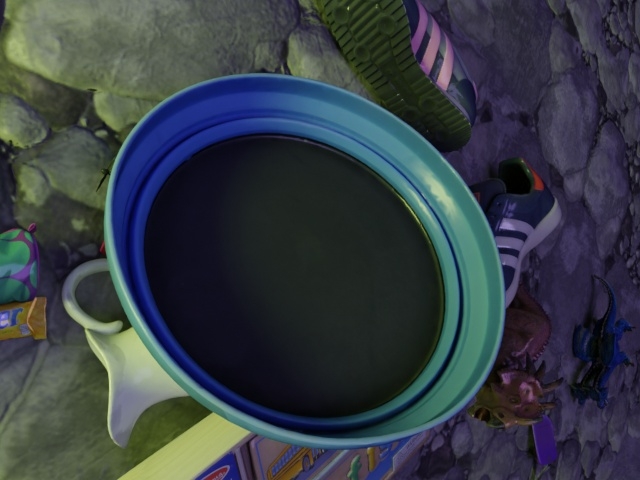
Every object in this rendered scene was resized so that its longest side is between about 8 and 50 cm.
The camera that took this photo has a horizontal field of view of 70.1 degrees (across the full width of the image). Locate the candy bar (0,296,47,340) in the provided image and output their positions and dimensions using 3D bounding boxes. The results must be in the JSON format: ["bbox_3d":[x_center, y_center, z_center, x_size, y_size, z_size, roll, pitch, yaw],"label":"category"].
[{"bbox_3d":[-0.326,0.078,0.389,0.161,0.018,0.040,-5,96,-35],"label":"candy bar"}]

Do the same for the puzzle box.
[{"bbox_3d":[-0.001,0.252,0.546,0.408,0.052,0.272,-28,123,-36],"label":"puzzle box"}]

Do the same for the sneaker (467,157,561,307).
[{"bbox_3d":[0.257,-0.006,0.736,0.350,0.131,0.148,-46,110,-30],"label":"sneaker"}]

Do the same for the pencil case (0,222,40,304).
[{"bbox_3d":[-0.314,0.024,0.365,0.151,0.064,0.070,-2,73,-36],"label":"pencil case"}]

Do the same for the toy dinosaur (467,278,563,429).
[{"bbox_3d":[0.303,0.171,0.724,0.127,0.200,0.296,49,66,-27],"label":"toy dinosaur"}]

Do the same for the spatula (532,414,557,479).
[{"bbox_3d":[0.463,0.522,0.963,0.084,0.030,0.297,8,89,-37],"label":"spatula"}]

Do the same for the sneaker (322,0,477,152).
[{"bbox_3d":[0.119,-0.276,0.639,0.319,0.112,0.131,48,50,-30],"label":"sneaker"}]

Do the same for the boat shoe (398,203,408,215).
[{"bbox_3d":[0.024,0.057,0.602,0.285,0.089,0.105,-51,142,-18],"label":"boat shoe"}]

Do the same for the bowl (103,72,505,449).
[{"bbox_3d":[0.000,0.000,0.456,0.390,0.077,0.391,12,56,-18],"label":"bowl"}]

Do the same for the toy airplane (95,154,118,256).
[{"bbox_3d":[-0.163,-0.033,0.489,0.151,0.028,0.151,-4,97,-34],"label":"toy airplane"}]

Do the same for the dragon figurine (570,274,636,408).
[{"bbox_3d":[0.634,0.232,1.029,0.144,0.085,0.289,-8,99,-35],"label":"dragon figurine"}]

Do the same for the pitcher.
[{"bbox_3d":[-0.136,0.078,0.470,0.207,0.125,0.178,-22,83,-29],"label":"pitcher"}]
